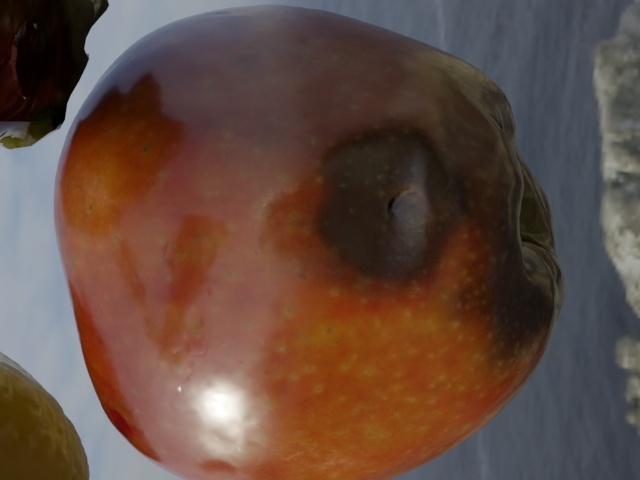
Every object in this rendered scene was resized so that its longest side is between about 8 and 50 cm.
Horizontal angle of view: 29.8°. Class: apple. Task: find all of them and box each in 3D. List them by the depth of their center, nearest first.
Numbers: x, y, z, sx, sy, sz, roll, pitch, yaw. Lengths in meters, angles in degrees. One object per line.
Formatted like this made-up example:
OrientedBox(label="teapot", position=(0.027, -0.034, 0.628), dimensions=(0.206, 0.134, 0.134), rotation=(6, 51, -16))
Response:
OrientedBox(label="apple", position=(0.000, 0.000, 0.545), dimensions=(0.230, 0.230, 0.230), rotation=(-176, 90, -86))

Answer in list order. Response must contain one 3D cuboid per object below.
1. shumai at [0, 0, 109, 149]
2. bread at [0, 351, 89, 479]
OrientedBox(label="shumai", position=(-0.246, -0.052, 0.487), dimensions=(0.346, 0.283, 0.217), rotation=(-55, -23, -64))
OrientedBox(label="bread", position=(-0.223, 0.143, 0.645), dimensions=(0.170, 0.197, 0.197), rotation=(-158, 71, -67))
